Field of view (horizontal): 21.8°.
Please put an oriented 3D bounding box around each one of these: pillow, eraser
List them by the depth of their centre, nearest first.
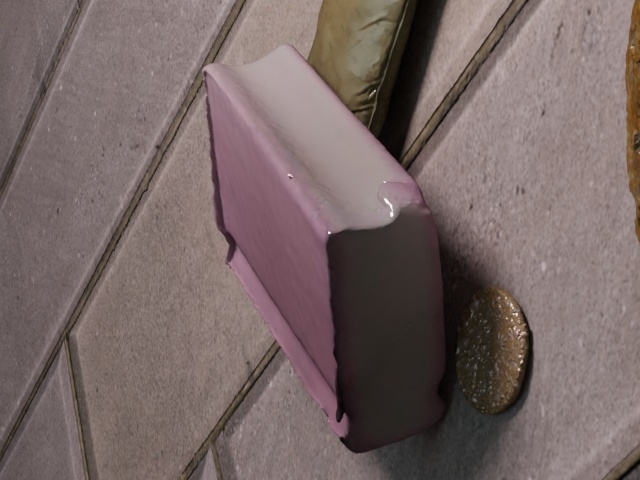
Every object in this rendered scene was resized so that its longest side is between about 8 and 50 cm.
[{"bbox_3d":[0.000,0.000,1.660,0.359,0.122,0.272,-129,29,-53],"label":"eraser"},{"bbox_3d":[0.045,-0.246,1.728,0.185,0.075,0.302,-128,48,-57],"label":"pillow"}]

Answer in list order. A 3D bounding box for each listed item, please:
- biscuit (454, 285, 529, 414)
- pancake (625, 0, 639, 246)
[{"bbox_3d":[0.155,0.101,1.523,0.120,0.015,0.120,-16,72,61],"label":"biscuit"},{"bbox_3d":[0.329,-0.069,1.114,0.387,0.082,0.387,7,99,58],"label":"pancake"}]
